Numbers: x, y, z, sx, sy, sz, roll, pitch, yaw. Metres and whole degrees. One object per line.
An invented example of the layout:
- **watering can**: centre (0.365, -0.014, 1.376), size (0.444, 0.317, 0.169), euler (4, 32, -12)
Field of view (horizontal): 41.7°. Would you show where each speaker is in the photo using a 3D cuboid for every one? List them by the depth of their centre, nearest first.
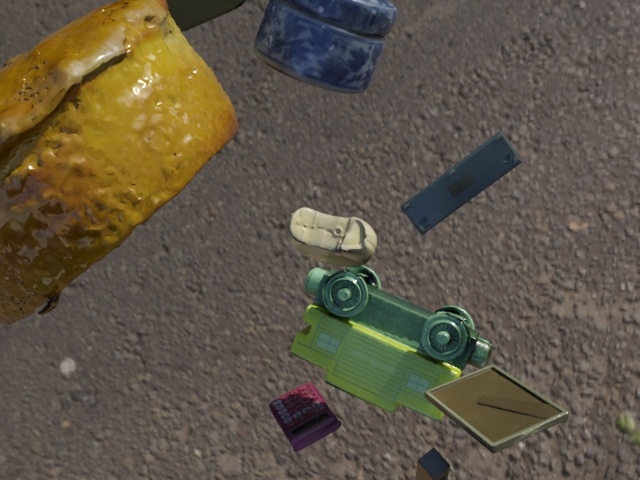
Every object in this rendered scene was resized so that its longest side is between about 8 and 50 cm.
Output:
- **speaker**: centre (0.197, 0.428, 1.503), size (0.040, 0.191, 0.046), euler (-34, 61, -17)

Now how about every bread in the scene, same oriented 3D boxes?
- **bread**: centre (-0.268, -0.100, 0.909), size (0.398, 0.215, 0.398), euler (-37, 13, 10)

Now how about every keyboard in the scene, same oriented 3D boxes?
- **keyboard**: centre (0.198, -0.080, 1.189), size (0.176, 0.055, 0.014), euler (-37, 17, 8)

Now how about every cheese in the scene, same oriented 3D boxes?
- **cheese**: centre (0.018, 0.007, 1.522), size (0.163, 0.249, 0.071), euler (17, 77, 4)

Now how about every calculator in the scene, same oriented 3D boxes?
- **calculator**: centre (-0.038, 0.415, 1.987), size (0.126, 0.034, 0.190), euler (-28, 31, -10)

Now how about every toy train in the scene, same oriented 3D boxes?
- **toy train**: centre (0.144, 0.228, 1.865), size (0.442, 0.179, 0.273), euler (23, 100, 13)

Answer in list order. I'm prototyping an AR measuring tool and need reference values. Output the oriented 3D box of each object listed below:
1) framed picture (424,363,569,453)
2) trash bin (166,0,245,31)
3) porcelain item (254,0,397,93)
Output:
- **framed picture**: centre (0.286, 0.272, 1.390), size (0.150, 0.015, 0.203), euler (-18, 22, -21)
- **trash bin**: centre (-0.257, -0.498, 1.217), size (0.158, 0.343, 0.223), euler (-12, 65, 29)
- **porcelain item**: centre (0.006, -0.247, 0.972), size (0.147, 0.147, 0.114), euler (36, 116, 30)
